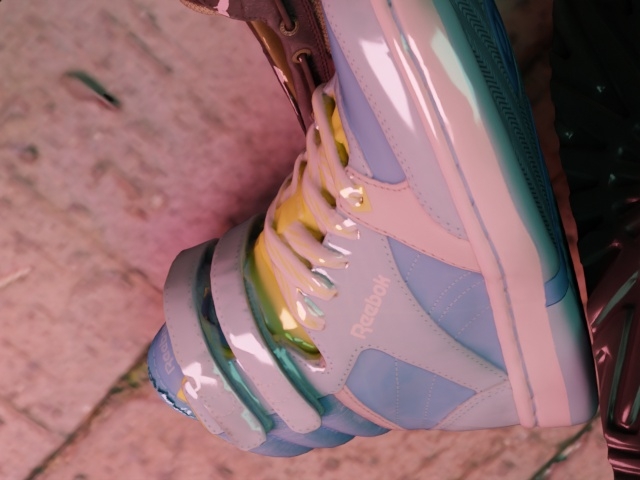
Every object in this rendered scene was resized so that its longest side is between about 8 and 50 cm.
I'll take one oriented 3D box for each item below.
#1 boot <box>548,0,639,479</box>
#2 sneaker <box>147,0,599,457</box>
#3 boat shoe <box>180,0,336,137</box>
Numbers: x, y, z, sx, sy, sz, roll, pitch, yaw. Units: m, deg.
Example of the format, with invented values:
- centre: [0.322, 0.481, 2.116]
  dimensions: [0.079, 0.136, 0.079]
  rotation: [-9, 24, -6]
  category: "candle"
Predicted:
- centre: [0.209, -0.009, 0.895]
  dimensions: [0.260, 0.131, 0.348]
  rotation: [13, 77, -65]
  category: "boot"
- centre: [0.000, 0.000, 0.807]
  dimensions: [0.208, 0.127, 0.319]
  rotation: [-13, 139, 10]
  category: "sneaker"
- centre: [-0.030, -0.124, 0.796]
  dimensions: [0.073, 0.080, 0.223]
  rotation: [-40, 129, 0]
  category: "boat shoe"
